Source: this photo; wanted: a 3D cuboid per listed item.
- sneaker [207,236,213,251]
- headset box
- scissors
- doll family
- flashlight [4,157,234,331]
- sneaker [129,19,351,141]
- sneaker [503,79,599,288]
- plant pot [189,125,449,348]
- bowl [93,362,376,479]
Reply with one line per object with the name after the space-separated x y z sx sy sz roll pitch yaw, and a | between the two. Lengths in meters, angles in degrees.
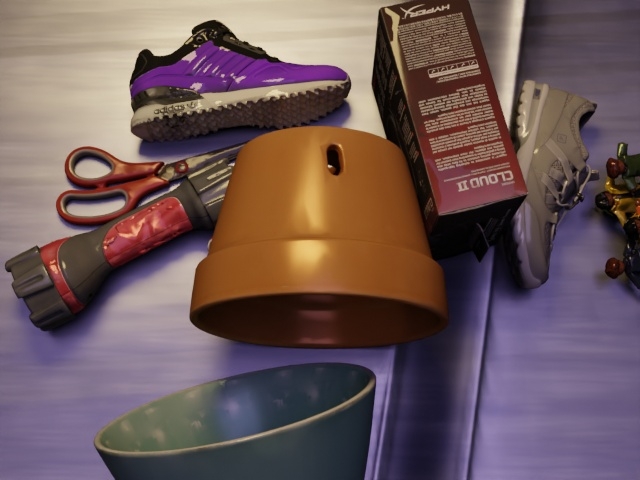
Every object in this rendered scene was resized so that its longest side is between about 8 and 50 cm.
-0.124 0.040 1.220 0.042 0.067 0.118 9 74 2 | sneaker
0.152 -0.117 1.192 0.110 0.218 0.293 -13 74 -3 | headset box
-0.198 -0.080 1.280 0.297 0.021 0.109 -4 72 -3 | scissors
0.404 -0.027 1.245 0.111 0.076 0.193 -7 69 -23 | doll family
-0.231 0.001 1.211 0.304 0.103 0.103 -27 76 -8 | flashlight
-0.109 -0.225 1.276 0.293 0.102 0.146 -7 74 -3 | sneaker
0.296 -0.074 1.236 0.115 0.105 0.281 7 74 8 | sneaker
0.000 0.000 1.121 0.291 0.291 0.203 1 72 -1 | plant pot
-0.077 0.254 1.068 0.311 0.311 0.163 -12 95 -4 | bowl
